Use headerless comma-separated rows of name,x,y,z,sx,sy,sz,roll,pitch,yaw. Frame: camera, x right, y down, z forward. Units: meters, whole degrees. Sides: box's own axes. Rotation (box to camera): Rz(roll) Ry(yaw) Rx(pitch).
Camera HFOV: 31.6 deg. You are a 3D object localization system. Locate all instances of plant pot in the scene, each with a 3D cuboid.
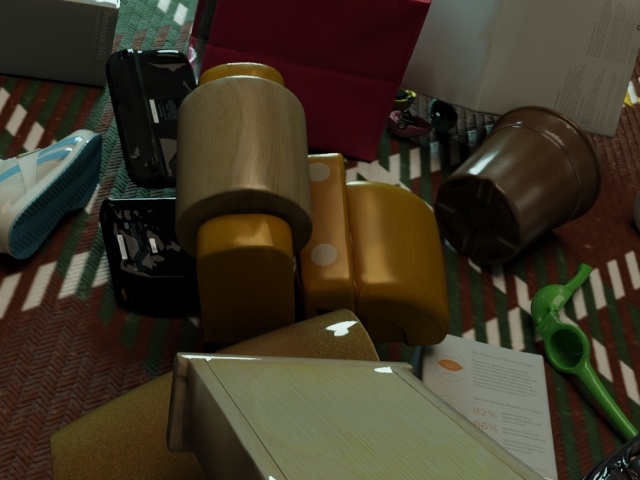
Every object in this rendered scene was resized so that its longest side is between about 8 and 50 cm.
plant pot,0.239,-0.060,1.410,0.167,0.167,0.165,34,46,21
plant pot,-0.083,0.190,0.913,0.254,0.237,0.237,-8,42,-12

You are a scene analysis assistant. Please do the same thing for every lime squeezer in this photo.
lime squeezer,0.293,0.115,1.297,0.110,0.059,0.310,39,27,-27

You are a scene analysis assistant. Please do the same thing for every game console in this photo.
game console,-0.153,-0.080,1.287,0.213,0.044,0.361,-2,57,-25

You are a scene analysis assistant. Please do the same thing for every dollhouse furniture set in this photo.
dollhouse furniture set,-0.009,0.294,0.698,0.362,0.394,0.256,4,9,-17

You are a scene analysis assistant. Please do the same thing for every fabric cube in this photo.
fabric cube,-0.028,-0.294,1.516,0.258,0.259,0.254,9,36,-14

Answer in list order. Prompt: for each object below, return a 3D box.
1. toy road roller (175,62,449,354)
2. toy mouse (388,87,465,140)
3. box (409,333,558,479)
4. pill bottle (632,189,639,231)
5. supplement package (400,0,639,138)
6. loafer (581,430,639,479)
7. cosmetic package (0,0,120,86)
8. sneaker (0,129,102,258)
toy road roller,0.000,0.000,1.059,0.241,0.329,0.202,-4,55,-1
toy mouse,0.144,-0.171,1.613,0.143,0.031,0.161,34,39,22
box,0.148,0.185,1.098,0.130,0.091,0.170,14,37,-4
pill bottle,0.510,-0.048,1.555,0.152,0.086,0.086,-12,45,-34
supplement package,0.278,-0.274,1.577,0.263,0.199,0.198,6,14,-34
loafer,0.334,0.227,1.101,0.109,0.095,0.302,40,45,16
cosmetic package,-0.386,-0.289,1.473,0.238,0.127,0.107,6,37,-12
sneaker,-0.314,-0.067,1.247,0.092,0.087,0.228,17,32,12
